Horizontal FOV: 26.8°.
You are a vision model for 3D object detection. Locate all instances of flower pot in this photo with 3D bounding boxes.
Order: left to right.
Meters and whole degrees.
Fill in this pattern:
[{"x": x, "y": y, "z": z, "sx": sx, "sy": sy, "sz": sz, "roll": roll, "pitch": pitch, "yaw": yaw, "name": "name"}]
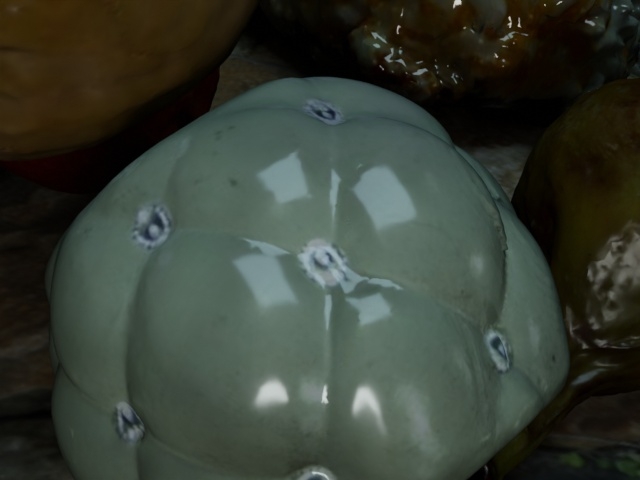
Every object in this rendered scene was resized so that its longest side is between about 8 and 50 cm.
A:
[{"x": -0.011, "y": 0.043, "z": 0.635, "sx": 0.195, "sy": 0.246, "sz": 0.246, "roll": 52, "pitch": 41, "yaw": 8, "name": "flower pot"}]

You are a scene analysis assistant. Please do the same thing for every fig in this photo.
[{"x": 0.157, "y": 0.025, "z": 0.833, "sx": 0.290, "sy": 0.191, "sz": 0.190, "roll": -32, "pitch": 51, "yaw": -16, "name": "fig"}]

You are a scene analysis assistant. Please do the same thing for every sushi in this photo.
[{"x": 0.119, "y": -0.249, "z": 1.201, "sx": 0.417, "sy": 0.176, "sz": 0.417, "roll": 12, "pitch": 32, "yaw": -7, "name": "sushi"}]

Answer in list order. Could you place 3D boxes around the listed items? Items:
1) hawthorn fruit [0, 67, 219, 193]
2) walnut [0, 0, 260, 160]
[{"x": -0.147, "y": -0.117, "z": 0.895, "sx": 0.251, "sy": 0.189, "sz": 0.189, "roll": 48, "pitch": 40, "yaw": 11, "name": "hawthorn fruit"}, {"x": -0.192, "y": -0.223, "z": 0.650, "sx": 0.397, "sy": 0.354, "sz": 0.308, "roll": 21, "pitch": -3, "yaw": -18, "name": "walnut"}]
